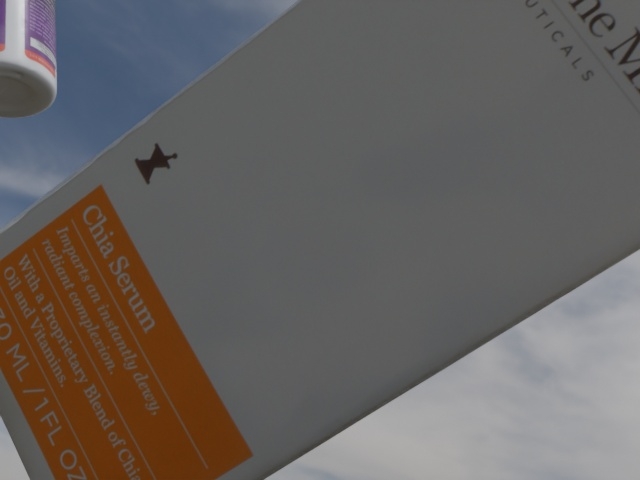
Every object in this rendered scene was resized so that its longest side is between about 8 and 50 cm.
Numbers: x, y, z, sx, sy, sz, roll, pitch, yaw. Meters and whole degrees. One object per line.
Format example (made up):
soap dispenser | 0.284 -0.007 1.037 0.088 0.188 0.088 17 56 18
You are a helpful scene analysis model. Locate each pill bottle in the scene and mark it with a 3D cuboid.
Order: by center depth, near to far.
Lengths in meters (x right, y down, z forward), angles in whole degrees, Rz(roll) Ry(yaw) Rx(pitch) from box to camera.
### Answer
pill bottle | -0.357 -0.247 0.725 0.108 0.193 0.108 -8 -20 -3

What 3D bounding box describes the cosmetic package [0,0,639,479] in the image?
cosmetic package | 0.000 0.000 0.435 0.453 0.230 0.161 -35 -12 10
